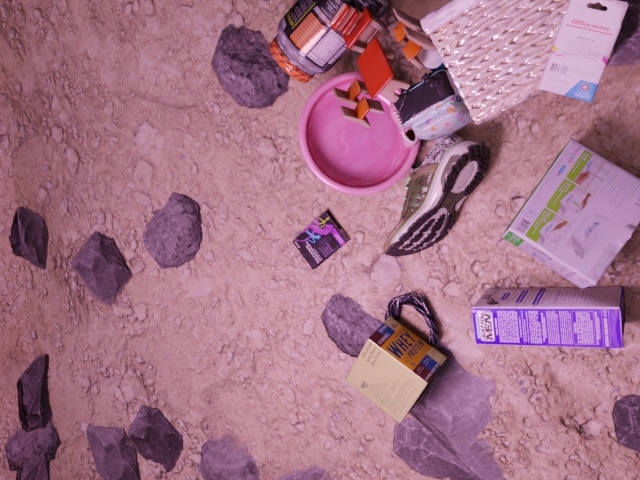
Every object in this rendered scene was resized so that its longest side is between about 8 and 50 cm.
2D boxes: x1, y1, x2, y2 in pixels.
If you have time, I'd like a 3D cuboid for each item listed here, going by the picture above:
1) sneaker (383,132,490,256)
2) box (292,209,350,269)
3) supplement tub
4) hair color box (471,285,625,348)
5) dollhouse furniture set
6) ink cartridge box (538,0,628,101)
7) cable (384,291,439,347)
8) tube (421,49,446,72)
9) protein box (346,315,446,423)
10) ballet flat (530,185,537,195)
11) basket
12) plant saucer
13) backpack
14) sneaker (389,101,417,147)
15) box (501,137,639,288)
[{"bbox_3d":[0.290,-0.130,1.634,0.410,0.158,0.182,-57,42,27],"label":"sneaker"},{"bbox_3d":[0.000,0.000,1.851,0.162,0.029,0.116,-42,79,30],"label":"box"},{"bbox_3d":[0.016,-0.596,1.628,0.316,0.193,0.194,-39,81,29],"label":"supplement tub"},{"bbox_3d":[0.569,0.188,1.489,0.338,0.185,0.110,-2,101,29],"label":"hair color box"},{"bbox_3d":[0.119,-0.458,1.464,0.262,0.135,0.259,-47,44,35],"label":"dollhouse furniture set"},{"bbox_3d":[0.498,-0.367,1.133,0.104,0.061,0.181,21,113,17],"label":"ink cartridge box"},{"bbox_3d":[0.267,0.249,1.745,0.150,0.047,0.185,-27,87,30],"label":"cable"},{"bbox_3d":[0.294,-0.445,1.500,0.052,0.207,0.080,-8,95,18],"label":"tube"},{"bbox_3d":[0.216,0.372,1.723,0.201,0.136,0.200,35,129,18],"label":"protein box"},{"bbox_3d":[0.607,-0.060,1.486,0.206,0.067,0.073,44,118,15],"label":"ballet flat"},{"bbox_3d":[0.459,-0.459,1.343,0.331,0.328,0.266,-27,91,29],"label":"basket"},{"bbox_3d":[0.104,-0.290,1.633,0.332,0.084,0.332,0,93,-4],"label":"plant saucer"},{"bbox_3d":[0.300,-0.338,1.491,0.166,0.188,0.144,-30,84,38],"label":"backpack"},{"bbox_3d":[0.224,-0.311,1.564,0.051,0.070,0.134,-20,92,-1],"label":"sneaker"},{"bbox_3d":[0.601,-0.060,1.389,0.231,0.127,0.262,34,88,12],"label":"box"}]
